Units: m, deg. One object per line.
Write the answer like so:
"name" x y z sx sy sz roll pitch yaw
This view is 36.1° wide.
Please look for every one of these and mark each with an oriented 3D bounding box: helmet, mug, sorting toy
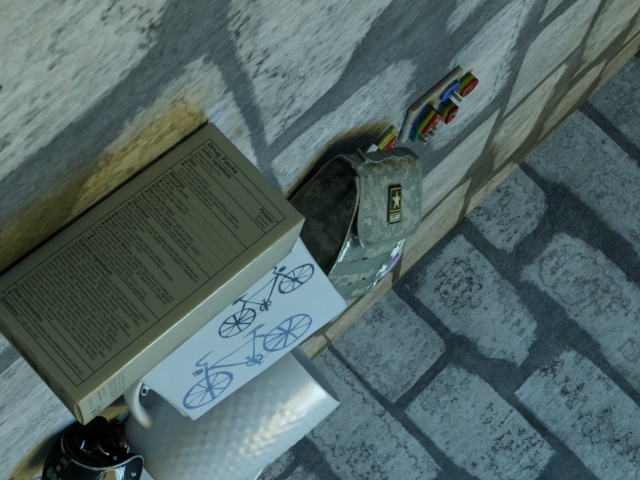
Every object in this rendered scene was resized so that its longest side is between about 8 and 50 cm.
"helmet" -0.391 0.402 1.678 0.169 0.169 0.161 -29 145 -54
"mug" -0.196 0.271 1.738 0.328 0.276 0.374 -41 139 -1
"sorting toy" 0.206 -0.231 1.799 0.274 0.046 0.132 -41 168 -16

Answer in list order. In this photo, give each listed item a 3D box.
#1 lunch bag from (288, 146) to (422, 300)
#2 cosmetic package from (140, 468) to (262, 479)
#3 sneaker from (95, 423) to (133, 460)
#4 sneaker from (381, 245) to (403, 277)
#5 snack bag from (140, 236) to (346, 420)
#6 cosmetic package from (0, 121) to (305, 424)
"lunch bag" 0.048 -0.031 1.658 0.235 0.169 0.287 -14 142 -58
"cosmetic package" -0.257 0.450 2.001 0.224 0.225 0.138 -55 -163 -3
"sneaker" -0.432 0.442 1.876 0.226 0.086 0.163 -50 165 20
"sneaker" 0.108 0.039 2.319 0.282 0.102 0.161 -39 165 -27
"snack bag" -0.132 0.127 1.458 0.323 0.037 0.342 -36 151 -2
"cosmetic package" -0.185 0.032 1.059 0.309 0.160 0.113 -39 169 -22
